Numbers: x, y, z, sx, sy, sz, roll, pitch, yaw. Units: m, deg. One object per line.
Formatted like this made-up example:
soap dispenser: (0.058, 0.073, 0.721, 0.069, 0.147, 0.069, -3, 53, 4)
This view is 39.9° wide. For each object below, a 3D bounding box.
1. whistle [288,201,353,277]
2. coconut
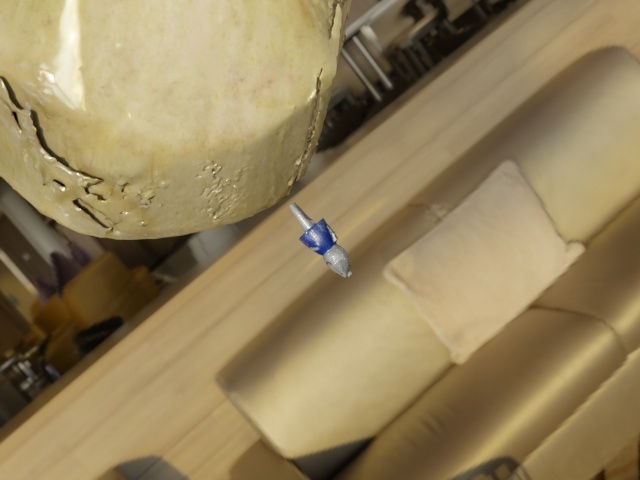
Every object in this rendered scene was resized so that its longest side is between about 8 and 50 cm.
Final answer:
whistle: (0.000, 0.000, 0.787, 0.029, 0.083, 0.033, -40, -1, 8)
coconut: (-0.138, -0.168, 0.723, 0.352, 0.352, 0.352, -37, 9, 7)
